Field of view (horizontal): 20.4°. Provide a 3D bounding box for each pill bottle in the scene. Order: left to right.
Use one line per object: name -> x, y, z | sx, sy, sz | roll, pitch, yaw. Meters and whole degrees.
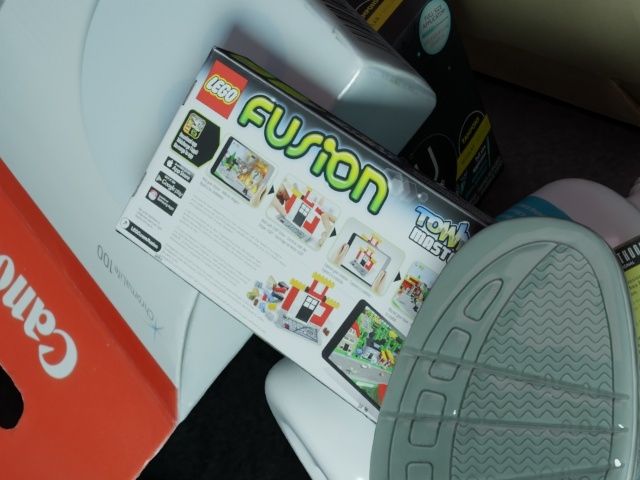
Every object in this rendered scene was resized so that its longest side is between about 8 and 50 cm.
pill bottle -> 0.112, 0.063, 0.973 | 0.264, 0.146, 0.146 | -34, 44, -8

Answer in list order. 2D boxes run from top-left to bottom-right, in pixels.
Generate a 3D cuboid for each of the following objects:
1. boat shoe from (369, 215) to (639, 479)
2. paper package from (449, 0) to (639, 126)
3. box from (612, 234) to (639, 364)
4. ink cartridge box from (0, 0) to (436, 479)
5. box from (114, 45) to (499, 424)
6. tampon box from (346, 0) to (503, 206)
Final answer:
boat shoe -> 0.091, 0.150, 0.810 | 0.118, 0.103, 0.321 | 1, 87, 21
paper package -> 0.204, -0.268, 1.237 | 0.309, 0.168, 0.325 | 24, 62, 40
box -> 0.189, 0.110, 0.862 | 0.087, 0.058, 0.232 | -28, 81, -5
ink cartridge box -> -0.154, -0.041, 1.076 | 0.385, 0.091, 0.308 | -50, 58, 13
box -> 0.000, 0.000, 0.897 | 0.207, 0.036, 0.114 | 35, 101, 27
tampon box -> 0.030, -0.074, 1.133 | 0.101, 0.161, 0.120 | 16, 57, 35
